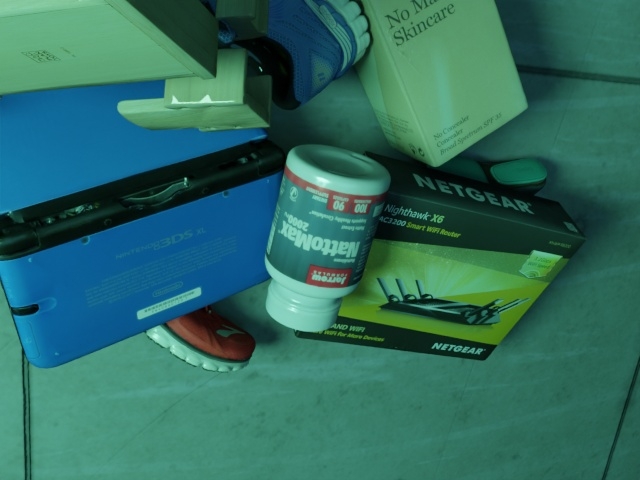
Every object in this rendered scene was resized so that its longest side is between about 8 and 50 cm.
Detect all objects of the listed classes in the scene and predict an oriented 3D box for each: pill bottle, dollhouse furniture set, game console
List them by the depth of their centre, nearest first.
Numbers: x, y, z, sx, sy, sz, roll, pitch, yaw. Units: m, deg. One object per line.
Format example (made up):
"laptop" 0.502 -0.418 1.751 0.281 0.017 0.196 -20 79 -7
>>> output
"dollhouse furniture set" -0.171 -0.266 0.519 0.198 0.286 0.303 0 82 15
"game console" -0.201 -0.051 0.704 0.293 0.173 0.250 -21 135 -28
"pill bottle" 0.000 0.000 0.713 0.108 0.108 0.180 3 116 -23

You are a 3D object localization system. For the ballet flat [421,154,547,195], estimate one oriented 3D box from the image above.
"ballet flat" 0.213 -0.073 0.912 0.203 0.074 0.074 -3 111 -26

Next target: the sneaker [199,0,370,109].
"sneaker" -0.098 -0.259 0.652 0.330 0.130 0.147 43 74 -23

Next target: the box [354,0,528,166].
"box" 0.102 -0.257 0.761 0.148 0.121 0.311 -34 119 -7

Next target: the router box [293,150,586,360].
"router box" 0.143 0.036 0.873 0.309 0.081 0.242 10 127 -25

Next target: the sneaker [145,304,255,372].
"sneaker" -0.168 0.056 0.788 0.279 0.107 0.118 39 87 -30
